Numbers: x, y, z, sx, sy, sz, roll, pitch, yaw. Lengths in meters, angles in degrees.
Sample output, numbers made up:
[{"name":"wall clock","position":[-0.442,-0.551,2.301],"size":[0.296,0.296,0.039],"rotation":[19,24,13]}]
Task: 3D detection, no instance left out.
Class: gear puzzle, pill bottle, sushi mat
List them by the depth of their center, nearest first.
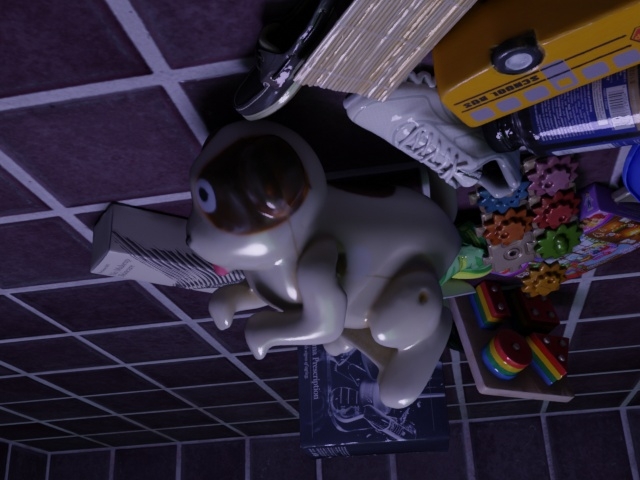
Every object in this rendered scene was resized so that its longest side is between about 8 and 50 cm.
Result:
[{"name":"sushi mat","position":[0.109,-0.255,0.783],"size":[0.151,0.019,0.316],"rotation":[1,149,-38]},{"name":"pill bottle","position":[0.314,-0.169,0.946],"size":[0.219,0.123,0.122],"rotation":[-5,159,38]},{"name":"gear puzzle","position":[0.354,-0.002,1.276],"size":[0.175,0.044,0.339],"rotation":[-19,136,5]}]

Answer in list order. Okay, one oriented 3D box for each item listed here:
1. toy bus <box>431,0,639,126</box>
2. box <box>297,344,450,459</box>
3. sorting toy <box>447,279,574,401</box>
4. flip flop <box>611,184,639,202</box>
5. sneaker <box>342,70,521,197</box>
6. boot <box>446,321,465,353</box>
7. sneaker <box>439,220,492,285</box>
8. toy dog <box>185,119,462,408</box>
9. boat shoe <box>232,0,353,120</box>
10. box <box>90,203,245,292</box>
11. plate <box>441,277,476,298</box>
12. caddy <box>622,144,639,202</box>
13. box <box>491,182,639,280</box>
[{"name":"toy bus","position":[0.280,-0.240,0.821],"size":[0.332,0.108,0.130],"rotation":[-19,151,32]},{"name":"box","position":[0.113,0.291,1.699],"size":[0.312,0.344,0.179],"rotation":[-5,155,5]},{"name":"sorting toy","position":[0.433,0.210,1.678],"size":[0.257,0.256,0.089],"rotation":[11,137,-27]},{"name":"flip flop","position":[0.606,-0.057,1.292],"size":[0.276,0.080,0.112],"rotation":[14,151,-32]},{"name":"sneaker","position":[0.163,-0.139,1.028],"size":[0.292,0.118,0.110],"rotation":[13,153,-28]},{"name":"boot","position":[0.454,0.237,1.908],"size":[0.246,0.094,0.207],"rotation":[18,153,-27]},{"name":"sneaker","position":[0.224,0.018,1.356],"size":[0.295,0.109,0.124],"rotation":[-15,148,-42]},{"name":"toy dog","position":[-0.001,-0.004,1.074],"size":[0.407,0.284,0.395],"rotation":[31,99,-30]},{"name":"boat shoe","position":[-0.039,-0.221,0.879],"size":[0.073,0.080,0.223],"rotation":[24,140,-35]},{"name":"box","position":[-0.257,0.022,1.364],"size":[0.275,0.094,0.113],"rotation":[11,152,-29]},{"name":"plate","position":[0.106,0.083,1.458],"size":[0.277,0.045,0.277],"rotation":[-3,-177,-40]},{"name":"caddy","position":[0.570,-0.104,1.078],"size":[0.241,0.179,0.341],"rotation":[-40,141,20]},{"name":"box","position":[0.470,-0.001,1.431],"size":[0.200,0.057,0.293],"rotation":[12,152,-28]}]
